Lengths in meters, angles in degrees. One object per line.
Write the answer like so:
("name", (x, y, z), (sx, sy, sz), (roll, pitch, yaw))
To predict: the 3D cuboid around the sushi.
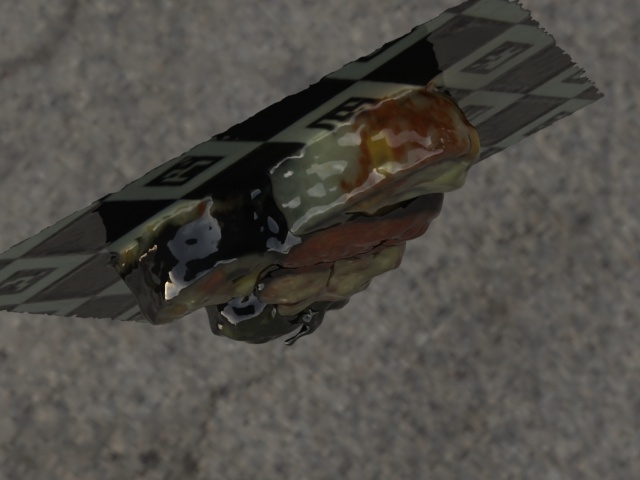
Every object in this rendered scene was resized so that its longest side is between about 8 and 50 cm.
("sushi", (0.000, 0.000, 0.981), (0.339, 0.320, 0.068), (-28, 77, 13))
